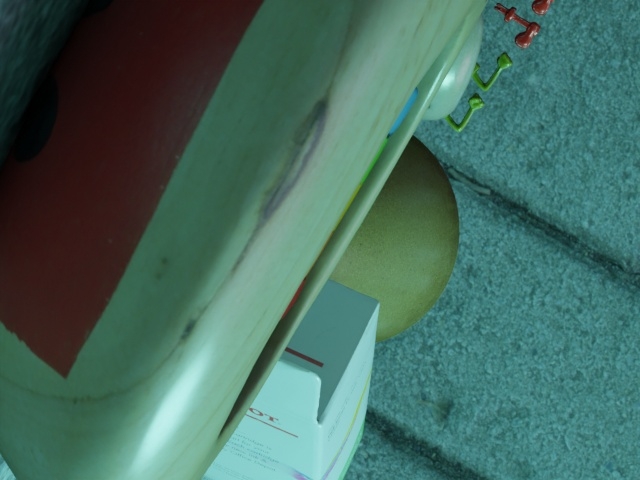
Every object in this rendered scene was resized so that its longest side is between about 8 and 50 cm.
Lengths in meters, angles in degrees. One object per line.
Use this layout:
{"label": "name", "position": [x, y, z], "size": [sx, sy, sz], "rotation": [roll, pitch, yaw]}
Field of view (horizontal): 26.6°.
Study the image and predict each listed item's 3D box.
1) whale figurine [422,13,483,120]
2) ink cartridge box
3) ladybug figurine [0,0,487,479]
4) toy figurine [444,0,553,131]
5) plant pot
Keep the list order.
{"label": "whale figurine", "position": [0.118, -0.282, 1.668], "size": [0.216, 0.141, 0.272], "rotation": [114, -17, -63]}
{"label": "ink cartridge box", "position": [-0.068, 0.102, 1.108], "size": [0.353, 0.207, 0.119], "rotation": [94, 22, -61]}
{"label": "ladybug figurine", "position": [-0.048, -0.057, 0.717], "size": [0.449, 0.162, 0.305], "rotation": [-59, 176, 2]}
{"label": "toy figurine", "position": [0.221, -0.353, 1.885], "size": [0.362, 0.191, 0.217], "rotation": [-60, -179, 21]}
{"label": "plant pot", "position": [-0.016, -0.009, 1.272], "size": [0.237, 0.237, 0.254], "rotation": [-60, 162, 11]}
